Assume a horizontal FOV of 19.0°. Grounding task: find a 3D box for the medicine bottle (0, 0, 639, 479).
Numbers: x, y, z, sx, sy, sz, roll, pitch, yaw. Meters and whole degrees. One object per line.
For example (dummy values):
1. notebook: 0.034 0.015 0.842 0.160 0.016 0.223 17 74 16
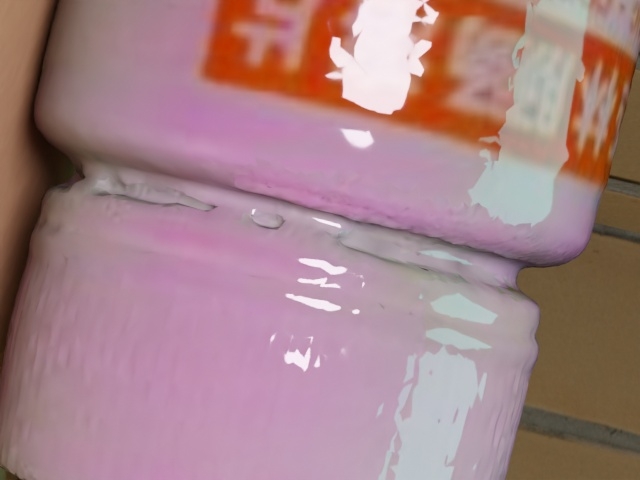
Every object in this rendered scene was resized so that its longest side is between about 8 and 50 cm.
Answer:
1. medicine bottle: 0.011 -0.085 0.723 0.219 0.219 0.388 24 80 -83
